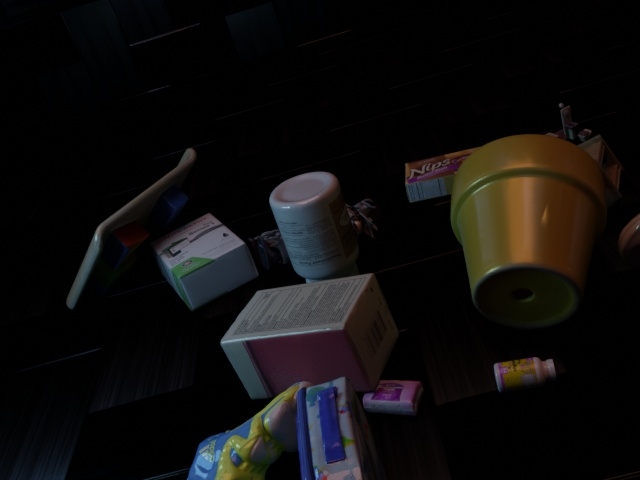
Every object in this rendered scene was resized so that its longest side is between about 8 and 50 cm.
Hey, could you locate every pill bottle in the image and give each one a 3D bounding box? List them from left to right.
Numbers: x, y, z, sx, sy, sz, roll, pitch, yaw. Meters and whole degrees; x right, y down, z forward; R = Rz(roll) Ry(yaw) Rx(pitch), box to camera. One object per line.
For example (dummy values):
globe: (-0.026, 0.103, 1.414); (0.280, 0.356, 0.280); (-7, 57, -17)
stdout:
pill bottle: (0.000, 0.000, 1.410); (0.131, 0.229, 0.131); (-14, 29, 8)
pill bottle: (0.295, 0.192, 1.097); (0.083, 0.043, 0.043); (-12, 29, 12)

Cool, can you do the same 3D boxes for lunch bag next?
lunch bag: (0.029, 0.288, 0.948); (0.090, 0.176, 0.219); (-17, 29, 3)

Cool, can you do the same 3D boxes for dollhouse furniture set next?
dollhouse furniture set: (0.524, -0.248, 1.687); (0.114, 0.081, 0.091); (-27, 30, -16)
dollhouse furniture set: (0.484, -0.088, 1.462); (0.161, 0.101, 0.182); (-29, 19, 38)

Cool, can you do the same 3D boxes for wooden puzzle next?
wooden puzzle: (-0.407, -0.013, 1.698); (0.348, 0.080, 0.322); (-52, 2, -40)

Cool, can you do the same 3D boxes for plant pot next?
plant pot: (0.330, 0.001, 1.226); (0.254, 0.254, 0.239); (-6, 47, 23)

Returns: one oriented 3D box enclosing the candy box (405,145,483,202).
candy box: (0.282, -0.147, 1.686); (0.186, 0.053, 0.109); (-10, 30, 13)

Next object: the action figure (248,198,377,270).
action figure: (-0.004, -0.026, 1.602); (0.285, 0.099, 0.185); (-25, 20, -19)

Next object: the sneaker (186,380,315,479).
sneaker: (-0.107, 0.288, 1.118); (0.126, 0.091, 0.240); (7, 39, 40)

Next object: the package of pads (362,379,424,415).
package of pads: (0.110, 0.235, 1.142); (0.083, 0.032, 0.050); (-3, 31, 26)

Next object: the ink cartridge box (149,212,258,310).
ink cartridge box: (-0.255, 0.040, 1.632); (0.160, 0.093, 0.219); (-28, 30, -18)

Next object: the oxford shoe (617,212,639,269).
oxford shoe: (0.677, -0.006, 1.116); (0.449, 0.169, 0.130); (-7, 51, 19)

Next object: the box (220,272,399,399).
box: (-0.014, 0.156, 1.223); (0.232, 0.127, 0.149); (-11, 26, 30)
